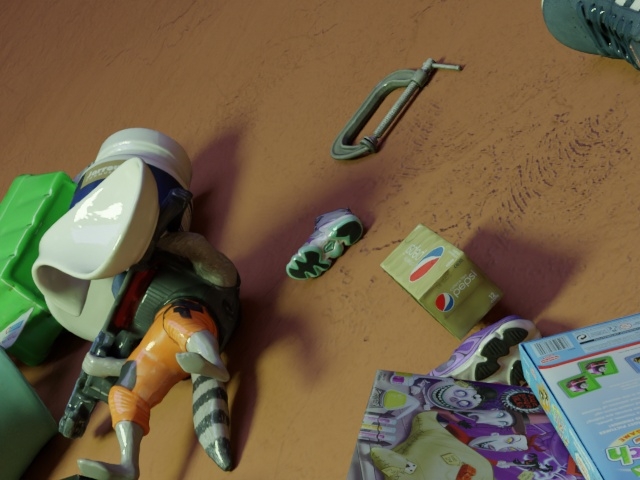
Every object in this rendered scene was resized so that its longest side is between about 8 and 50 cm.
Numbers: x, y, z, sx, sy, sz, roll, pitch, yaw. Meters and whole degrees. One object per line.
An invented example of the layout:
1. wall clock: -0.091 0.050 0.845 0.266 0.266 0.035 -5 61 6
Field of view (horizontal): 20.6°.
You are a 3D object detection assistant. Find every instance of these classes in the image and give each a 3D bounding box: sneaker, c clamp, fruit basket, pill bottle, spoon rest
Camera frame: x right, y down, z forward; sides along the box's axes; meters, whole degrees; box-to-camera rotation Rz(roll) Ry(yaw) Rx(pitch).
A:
1. sneaker: 0.126 0.129 1.563 0.170 0.068 0.071 -36 12 3
2. sneaker: 0.000 0.000 1.938 0.098 0.038 0.069 -35 26 3
3. c clamp: 0.077 -0.153 2.046 0.161 0.022 0.137 -51 27 -8
4. sneaker: 0.311 -0.194 1.631 0.148 0.131 0.350 -53 27 -21
5. fruit basket: -0.410 0.063 2.374 0.353 0.165 0.327 -38 23 53
6. pill bottle: -0.241 -0.011 2.175 0.153 0.153 0.265 -31 31 30
7. spoon rest: -0.247 0.003 1.895 0.276 0.084 0.137 -42 32 55

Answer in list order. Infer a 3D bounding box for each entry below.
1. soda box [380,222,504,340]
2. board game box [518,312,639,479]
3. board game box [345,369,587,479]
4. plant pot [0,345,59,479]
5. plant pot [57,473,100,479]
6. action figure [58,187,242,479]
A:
1. soda box: 0.112 0.036 1.652 0.061 0.058 0.181 -46 14 0
2. board game box: 0.255 0.121 1.304 0.160 0.039 0.211 -14 27 -5
3. board game box: 0.115 0.204 1.248 0.347 0.208 0.056 -70 -11 -63
4. plant pot: -0.461 0.230 2.073 0.255 0.272 0.271 -38 24 -14
5. plant pot: -0.232 0.329 1.681 0.188 0.167 0.187 -23 35 41
6. action figure: -0.169 0.139 1.925 0.330 0.178 0.341 -80 16 -58
